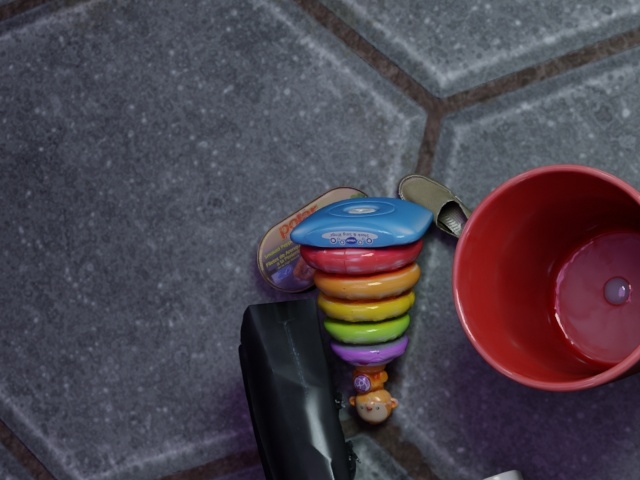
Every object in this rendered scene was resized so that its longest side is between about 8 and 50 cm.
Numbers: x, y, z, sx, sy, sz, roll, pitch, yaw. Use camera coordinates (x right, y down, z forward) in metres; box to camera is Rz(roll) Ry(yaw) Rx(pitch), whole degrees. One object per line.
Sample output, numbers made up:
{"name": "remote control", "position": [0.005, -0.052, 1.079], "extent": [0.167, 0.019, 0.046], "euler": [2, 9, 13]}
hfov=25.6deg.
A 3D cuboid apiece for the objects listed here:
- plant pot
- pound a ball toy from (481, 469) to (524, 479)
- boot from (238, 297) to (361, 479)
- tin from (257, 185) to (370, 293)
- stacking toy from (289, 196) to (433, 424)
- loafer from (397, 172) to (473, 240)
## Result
{"name": "plant pot", "position": [0.333, 0.057, 1.730], "extent": [0.275, 0.243, 0.275], "euler": [-5, 80, 30]}
{"name": "pound a ball toy", "position": [0.251, 0.447, 1.730], "extent": [0.135, 0.208, 0.319], "euler": [-22, 75, 9]}
{"name": "boot", "position": [-0.036, 0.346, 1.842], "extent": [0.146, 0.367, 0.445], "euler": [-5, 59, -25]}
{"name": "tin", "position": [0.000, 0.000, 1.974], "extent": [0.189, 0.040, 0.106], "euler": [-31, 77, 11]}
{"name": "stacking toy", "position": [0.061, 0.104, 1.876], "extent": [0.175, 0.166, 0.302], "euler": [1, 104, 14]}
{"name": "loafer", "position": [0.165, -0.046, 1.919], "extent": [0.148, 0.050, 0.056], "euler": [34, 93, 19]}
